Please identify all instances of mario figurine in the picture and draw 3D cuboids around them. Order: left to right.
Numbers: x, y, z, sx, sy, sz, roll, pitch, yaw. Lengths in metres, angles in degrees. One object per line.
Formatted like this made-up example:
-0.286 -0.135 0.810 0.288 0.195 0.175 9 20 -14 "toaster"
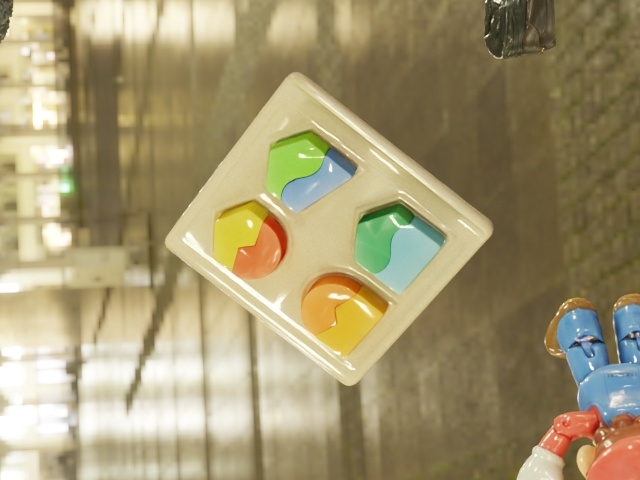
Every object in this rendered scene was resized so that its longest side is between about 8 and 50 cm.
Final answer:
0.325 0.217 1.717 0.198 0.170 0.320 -32 34 26 "mario figurine"

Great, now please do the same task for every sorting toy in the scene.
0.000 0.000 1.200 0.208 0.193 0.038 -50 4 34 "sorting toy"

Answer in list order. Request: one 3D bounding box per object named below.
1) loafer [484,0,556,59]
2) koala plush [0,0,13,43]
0.187 -0.247 1.401 0.062 0.061 0.170 -128 38 -59 "loafer"
-0.295 -0.164 1.028 0.203 0.221 0.196 38 114 41 "koala plush"
